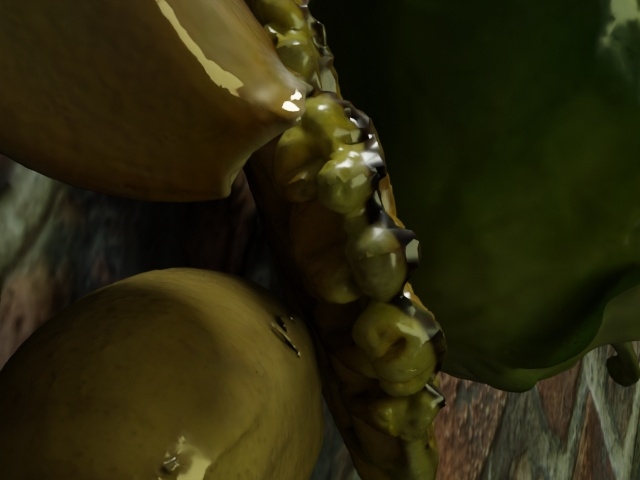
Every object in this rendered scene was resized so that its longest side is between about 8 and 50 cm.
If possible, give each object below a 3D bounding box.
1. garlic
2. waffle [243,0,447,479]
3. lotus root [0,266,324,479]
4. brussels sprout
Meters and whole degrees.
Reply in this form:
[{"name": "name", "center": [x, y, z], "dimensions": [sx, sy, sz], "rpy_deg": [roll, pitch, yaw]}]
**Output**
[{"name": "garlic", "center": [-0.099, -0.125, 0.644], "dimensions": [0.145, 0.164, 0.245], "rpy_deg": [-54, 134, -31]}, {"name": "waffle", "center": [-0.001, -0.006, 0.876], "dimensions": [0.301, 0.058, 0.282], "rpy_deg": [77, -8, -48]}, {"name": "lotus root", "center": [-0.076, 0.092, 0.714], "dimensions": [0.303, 0.130, 0.146], "rpy_deg": [-50, 138, -71]}, {"name": "brussels sprout", "center": [0.137, -0.098, 1.057], "dimensions": [0.371, 0.314, 0.276], "rpy_deg": [-62, -169, 13]}]
